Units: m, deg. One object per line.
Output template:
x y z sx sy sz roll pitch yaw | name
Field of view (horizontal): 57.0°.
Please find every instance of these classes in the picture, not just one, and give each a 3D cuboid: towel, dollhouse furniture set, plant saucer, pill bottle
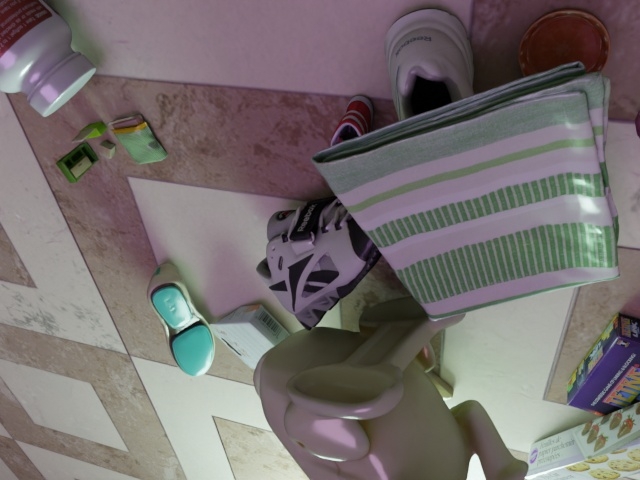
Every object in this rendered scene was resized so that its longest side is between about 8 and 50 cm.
0.173 -0.019 0.600 0.248 0.038 0.325 -16 143 20 | towel
-0.305 -0.126 0.844 0.152 0.058 0.076 -5 128 28 | dollhouse furniture set
0.237 -0.185 0.575 0.084 0.013 0.083 12 133 13 | plant saucer
-0.388 -0.260 0.713 0.121 0.121 0.216 -27 114 40 | pill bottle

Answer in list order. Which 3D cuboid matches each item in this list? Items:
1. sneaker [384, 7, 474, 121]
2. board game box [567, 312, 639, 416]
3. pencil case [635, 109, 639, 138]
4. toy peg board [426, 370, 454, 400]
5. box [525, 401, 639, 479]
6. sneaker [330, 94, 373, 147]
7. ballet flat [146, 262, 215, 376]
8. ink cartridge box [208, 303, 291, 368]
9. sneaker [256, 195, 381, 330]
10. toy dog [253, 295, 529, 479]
0.141 -0.086 0.627 0.111 0.129 0.297 -19 123 27 | sneaker
0.439 0.187 0.802 0.141 0.048 0.170 16 135 9 | board game box
0.417 -0.033 0.558 0.124 0.124 0.284 -26 114 39 | pencil case
0.109 0.261 0.998 0.161 0.079 0.161 41 133 -15 | toy peg board
0.410 0.310 0.868 0.067 0.063 0.324 25 149 2 | box
0.042 -0.104 0.700 0.042 0.067 0.118 6 133 19 | sneaker
-0.251 0.141 1.059 0.086 0.086 0.248 8 132 18 | ballet flat
-0.117 0.180 1.068 0.145 0.045 0.179 48 150 -22 | ink cartridge box
0.000 0.000 0.772 0.146 0.122 0.330 39 138 0 | sneaker
0.080 0.330 0.835 0.395 0.284 0.407 -14 103 31 | toy dog
